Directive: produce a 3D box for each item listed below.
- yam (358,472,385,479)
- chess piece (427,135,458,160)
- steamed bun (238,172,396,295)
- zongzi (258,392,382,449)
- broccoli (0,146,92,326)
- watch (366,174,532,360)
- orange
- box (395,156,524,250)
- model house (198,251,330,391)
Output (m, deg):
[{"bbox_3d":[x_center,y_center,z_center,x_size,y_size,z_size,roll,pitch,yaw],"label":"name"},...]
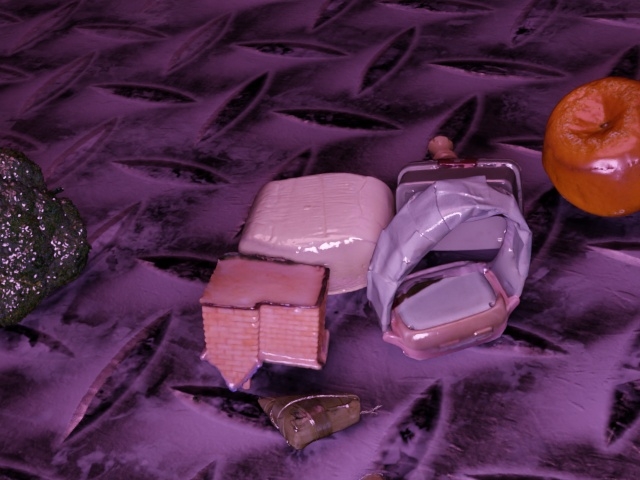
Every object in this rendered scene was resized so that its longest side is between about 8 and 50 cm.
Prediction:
[{"bbox_3d":[0.084,0.356,1.372,0.054,0.054,0.132,-20,37,-10],"label":"yam"},{"bbox_3d":[0.229,-0.138,1.966,0.060,0.060,0.172,-12,35,2],"label":"chess piece"},{"bbox_3d":[0.000,0.000,1.770,0.250,0.154,0.200,-4,41,9],"label":"steamed bun"},{"bbox_3d":[0.000,0.232,1.561,0.154,0.062,0.130,-20,26,-20],"label":"zongzi"},{"bbox_3d":[-0.570,-0.012,1.879,0.304,0.321,0.283,-19,6,-24],"label":"broccoli"},{"bbox_3d":[0.192,0.030,1.604,0.253,0.241,0.161,-17,39,-5],"label":"watch"},{"bbox_3d":[0.500,-0.147,1.796,0.249,0.183,0.249,-16,48,19],"label":"orange"},{"bbox_3d":[0.227,-0.057,1.775,0.210,0.147,0.129,-2,19,14],"label":"box"},{"bbox_3d":[-0.080,0.133,1.630,0.183,0.172,0.166,4,26,7],"label":"model house"}]
